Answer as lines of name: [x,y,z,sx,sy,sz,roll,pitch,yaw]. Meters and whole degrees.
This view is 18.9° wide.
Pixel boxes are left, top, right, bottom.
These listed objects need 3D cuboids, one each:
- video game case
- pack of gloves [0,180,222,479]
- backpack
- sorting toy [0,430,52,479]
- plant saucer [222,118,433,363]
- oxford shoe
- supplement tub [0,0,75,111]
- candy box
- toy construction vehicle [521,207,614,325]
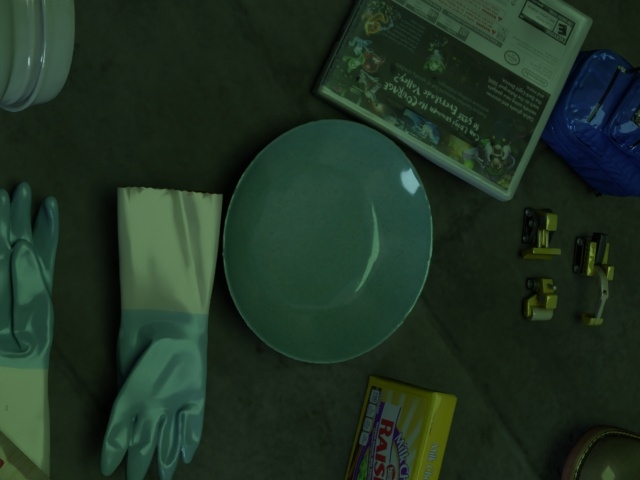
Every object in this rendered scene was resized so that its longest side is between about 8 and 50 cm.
video game case: [0.110,-0.151,1.567,0.190,0.022,0.173,29,79,-17]
pack of gloves: [-0.181,0.071,1.435,0.195,0.046,0.232,4,93,-17]
backpack: [0.248,-0.108,1.633,0.120,0.101,0.098,38,70,-22]
sorting toy: [-0.278,0.244,1.315,0.255,0.089,0.257,46,68,-12]
plant saucer: [0.000,0.000,1.529,0.195,0.037,0.194,-3,95,-30]
oxford shoe: [0.356,0.276,1.714,0.348,0.130,0.123,37,76,-28]
supplement tub: [-0.316,-0.148,1.235,0.272,0.191,0.191,-14,102,-30]
candy box: [0.050,0.215,1.539,0.027,0.105,0.205,15,86,-31]
toy construction vehicle: [0.214,0.024,1.660,0.086,0.035,0.098,6,92,-31]
